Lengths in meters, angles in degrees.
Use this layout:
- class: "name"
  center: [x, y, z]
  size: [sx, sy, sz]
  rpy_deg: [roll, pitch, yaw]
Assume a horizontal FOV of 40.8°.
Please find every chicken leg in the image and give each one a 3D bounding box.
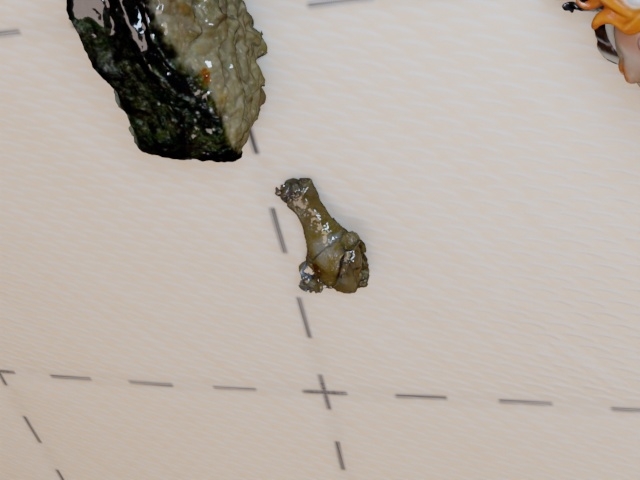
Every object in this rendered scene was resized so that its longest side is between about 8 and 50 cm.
- class: "chicken leg"
  center: [0.007, 0.001, 1.274]
  size: [0.125, 0.080, 0.196]
  rpy_deg: [6, 128, 32]

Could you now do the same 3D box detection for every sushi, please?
- class: "sushi"
  center: [-0.178, -0.254, 1.063]
  size: [0.171, 0.211, 0.350]
  rpy_deg: [-3, 131, 16]

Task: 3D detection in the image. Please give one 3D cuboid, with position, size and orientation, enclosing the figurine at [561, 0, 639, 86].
- class: "figurine"
  center: [0.369, -0.219, 0.816]
  size: [0.196, 0.323, 0.320]
  rpy_deg: [-46, 139, 10]
